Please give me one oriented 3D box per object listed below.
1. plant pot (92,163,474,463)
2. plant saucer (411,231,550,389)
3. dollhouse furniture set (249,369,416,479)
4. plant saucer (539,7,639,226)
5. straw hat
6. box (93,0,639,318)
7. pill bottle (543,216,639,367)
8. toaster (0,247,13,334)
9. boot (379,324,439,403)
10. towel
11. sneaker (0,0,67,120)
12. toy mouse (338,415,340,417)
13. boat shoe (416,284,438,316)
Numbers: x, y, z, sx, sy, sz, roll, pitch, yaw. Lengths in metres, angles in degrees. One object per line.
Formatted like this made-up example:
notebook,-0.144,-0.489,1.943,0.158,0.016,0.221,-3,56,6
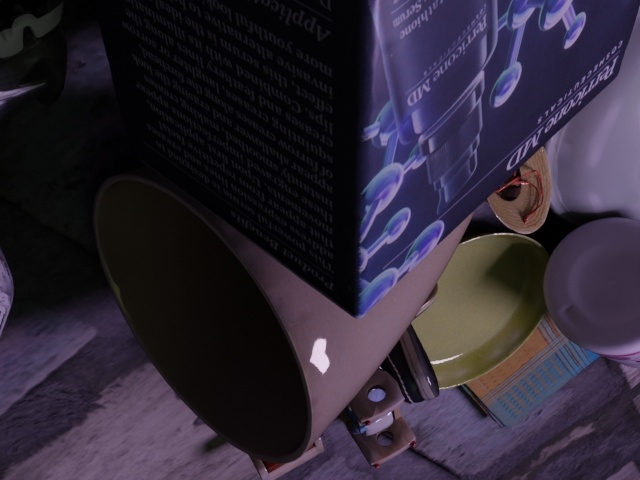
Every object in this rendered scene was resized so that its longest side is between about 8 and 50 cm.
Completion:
plant pot,0.000,0.000,0.786,0.274,0.256,0.256,-34,148,-31
plant saucer,0.172,0.081,1.141,0.241,0.037,0.241,-14,130,-17
dollhouse furniture set,0.000,0.207,1.093,0.184,0.129,0.129,-28,144,-11
plant saucer,0.429,-0.150,1.051,0.401,0.100,0.400,-21,140,-19
straw hat,0.178,-0.070,0.975,0.061,0.144,0.144,-7,168,43
box,0.040,-0.205,0.505,0.293,0.212,0.395,-41,153,-26
pill bottle,0.395,0.077,1.176,0.160,0.160,0.283,-46,151,14
toaster,-0.316,0.055,0.658,0.146,0.129,0.227,0,130,-43
boot,-0.001,0.108,0.903,0.179,0.236,0.085,-28,123,-3
towel,0.311,0.130,1.345,0.271,0.040,0.370,-40,143,4
sneaker,-0.261,-0.087,0.583,0.234,0.078,0.106,-25,141,-19
toy mouse,0.059,0.213,1.233,0.143,0.031,0.161,-18,141,-23
boat shoe,0.026,0.096,1.038,0.224,0.080,0.073,-27,150,-3
